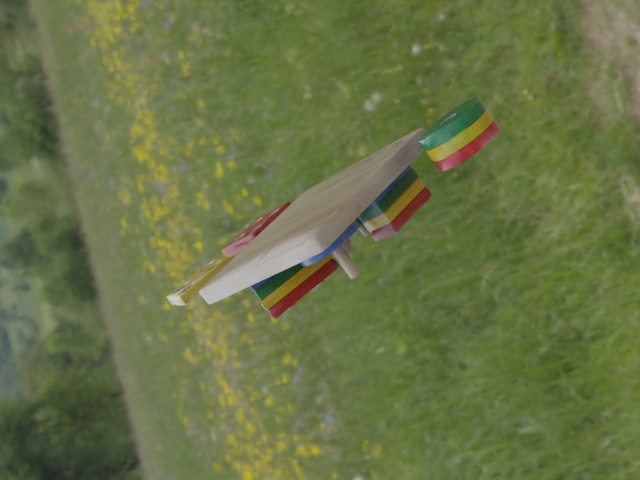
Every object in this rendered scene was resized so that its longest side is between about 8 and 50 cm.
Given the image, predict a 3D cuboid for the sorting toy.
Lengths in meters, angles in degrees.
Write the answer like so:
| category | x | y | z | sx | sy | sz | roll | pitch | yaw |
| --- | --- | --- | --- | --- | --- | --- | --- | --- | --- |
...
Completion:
| category | x | y | z | sx | sy | sz | roll | pitch | yaw |
| --- | --- | --- | --- | --- | --- | --- | --- | --- | --- |
| sorting toy | 0.000 | 0.000 | 0.785 | 0.274 | 0.132 | 0.046 | -26 | 105 | 49 |
